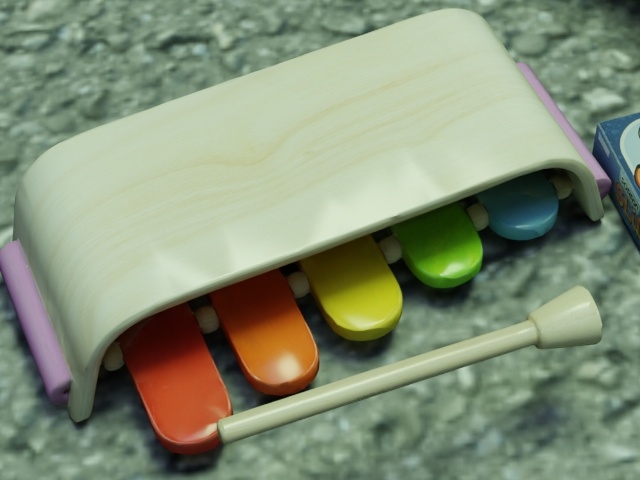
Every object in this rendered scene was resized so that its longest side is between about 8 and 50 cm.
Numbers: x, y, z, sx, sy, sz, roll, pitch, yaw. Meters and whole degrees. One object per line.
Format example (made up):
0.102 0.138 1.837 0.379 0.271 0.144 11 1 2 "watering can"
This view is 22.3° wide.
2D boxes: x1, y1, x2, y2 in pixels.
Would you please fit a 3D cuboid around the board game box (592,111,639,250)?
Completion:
0.240 0.006 0.830 0.136 0.035 0.201 -15 54 -9 "board game box"

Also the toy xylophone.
0.000 0.000 0.816 0.323 0.081 0.236 -14 54 -8 "toy xylophone"
